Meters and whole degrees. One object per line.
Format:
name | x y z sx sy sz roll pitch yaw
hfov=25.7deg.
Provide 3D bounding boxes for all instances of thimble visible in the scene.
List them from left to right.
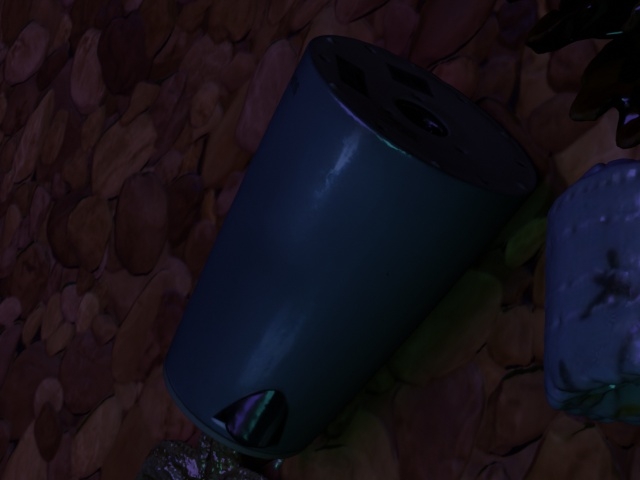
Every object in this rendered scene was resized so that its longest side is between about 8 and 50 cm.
thimble | 0.179 0.022 0.674 0.151 0.127 0.118 -14 64 41

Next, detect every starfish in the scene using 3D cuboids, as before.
starfish | -0.080 0.180 0.963 0.209 0.053 0.150 -2 86 49

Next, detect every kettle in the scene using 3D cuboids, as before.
kettle | 0.000 0.000 0.900 0.243 0.160 0.210 -56 21 25

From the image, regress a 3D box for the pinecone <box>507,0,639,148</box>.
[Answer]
pinecone | 0.178 -0.146 0.706 0.207 0.207 0.208 -25 55 41
